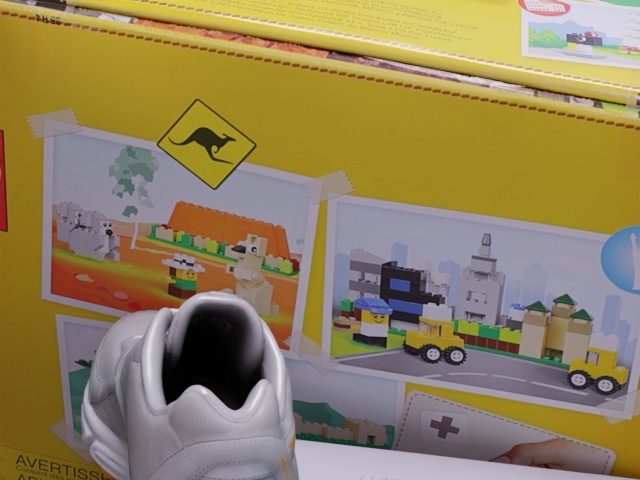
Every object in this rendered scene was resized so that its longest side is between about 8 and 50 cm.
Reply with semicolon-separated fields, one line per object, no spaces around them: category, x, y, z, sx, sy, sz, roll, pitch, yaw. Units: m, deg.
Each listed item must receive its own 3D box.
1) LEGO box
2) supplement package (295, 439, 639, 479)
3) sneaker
LEGO box;0.000;0.000;0.957;0.500;0.372;0.193;12;36;8
supplement package;0.043;0.211;0.798;0.262;0.145;0.204;6;18;0
sneaker;-0.055;0.069;0.765;0.099;0.121;0.262;1;18;-16
